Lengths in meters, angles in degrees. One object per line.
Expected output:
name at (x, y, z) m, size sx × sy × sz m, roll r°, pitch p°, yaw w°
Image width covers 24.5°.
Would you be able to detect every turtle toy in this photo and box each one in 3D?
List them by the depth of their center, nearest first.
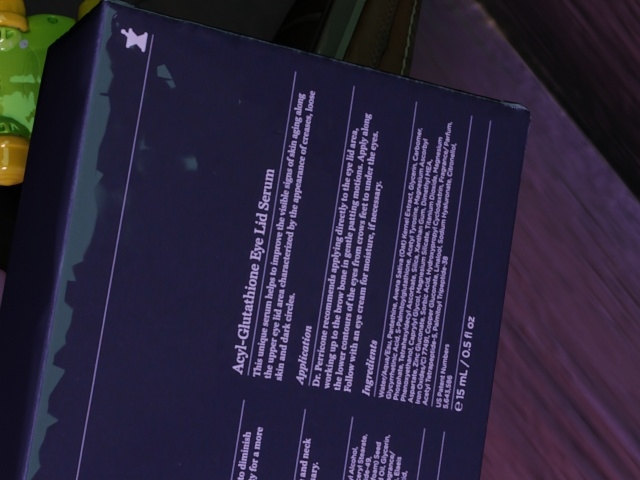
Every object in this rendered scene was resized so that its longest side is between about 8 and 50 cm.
turtle toy at (-0.117, -0.066, 0.716) m, size 0.130 × 0.066 × 0.095 m, roll 0°, pitch 75°, yaw -18°

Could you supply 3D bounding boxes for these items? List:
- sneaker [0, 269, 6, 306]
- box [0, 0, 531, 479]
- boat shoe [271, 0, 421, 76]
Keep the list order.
sneaker at (-0.267, 0.078, 0.613) m, size 0.319 × 0.112 × 0.131 m, roll 0°, pitch 70°, yaw -25°
box at (-0.034, 0.058, 0.588) m, size 0.184 × 0.103 × 0.261 m, roll 13°, pitch 81°, yaw -24°
boat shoe at (0.000, 0.000, 0.721) m, size 0.104 × 0.111 × 0.307 m, roll 22°, pitch 79°, yaw -15°
